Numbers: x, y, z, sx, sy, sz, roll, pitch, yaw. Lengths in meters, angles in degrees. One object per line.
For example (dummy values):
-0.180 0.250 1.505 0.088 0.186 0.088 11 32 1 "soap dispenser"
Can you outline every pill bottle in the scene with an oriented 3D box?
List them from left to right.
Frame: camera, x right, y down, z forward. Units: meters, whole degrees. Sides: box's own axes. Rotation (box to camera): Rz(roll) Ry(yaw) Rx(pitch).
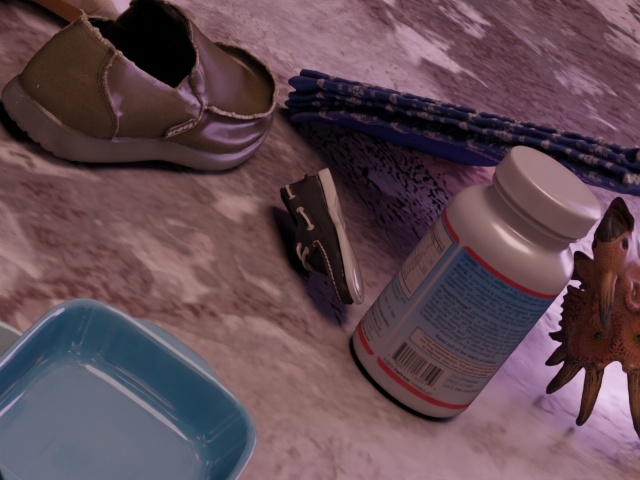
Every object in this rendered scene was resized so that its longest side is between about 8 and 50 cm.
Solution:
0.096 0.024 1.182 0.087 0.160 0.087 30 24 -15 "pill bottle"

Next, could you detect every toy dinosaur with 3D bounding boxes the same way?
0.257 0.093 1.344 0.296 0.127 0.200 46 29 -10 "toy dinosaur"

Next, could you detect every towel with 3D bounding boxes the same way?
0.160 -0.055 1.404 0.243 0.040 0.336 14 3 -45 "towel"

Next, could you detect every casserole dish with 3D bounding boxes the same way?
-0.096 0.090 0.853 0.114 0.037 0.188 37 24 0 "casserole dish"

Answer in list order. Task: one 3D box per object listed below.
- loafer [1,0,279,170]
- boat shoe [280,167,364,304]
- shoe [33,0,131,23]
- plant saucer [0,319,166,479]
-0.094 -0.102 1.249 0.094 0.087 0.251 44 24 17 "loafer"
0.000 0.000 1.252 0.125 0.038 0.046 -106 179 -48 "boat shoe"
-0.211 -0.202 1.312 0.219 0.058 0.076 23 26 -29 "shoe"
-0.154 0.098 0.849 0.195 0.037 0.195 30 25 -15 "plant saucer"
